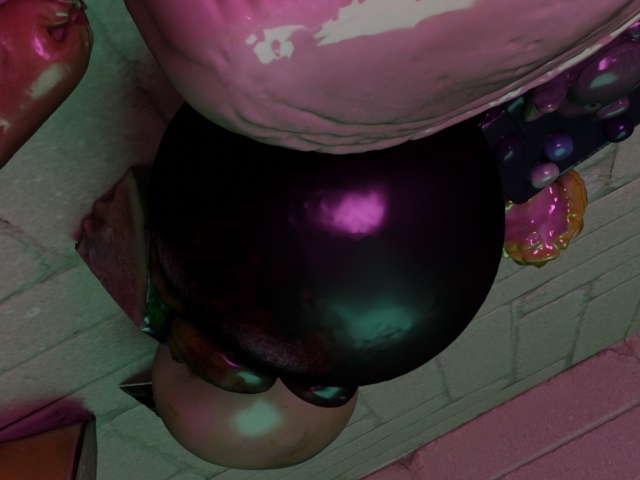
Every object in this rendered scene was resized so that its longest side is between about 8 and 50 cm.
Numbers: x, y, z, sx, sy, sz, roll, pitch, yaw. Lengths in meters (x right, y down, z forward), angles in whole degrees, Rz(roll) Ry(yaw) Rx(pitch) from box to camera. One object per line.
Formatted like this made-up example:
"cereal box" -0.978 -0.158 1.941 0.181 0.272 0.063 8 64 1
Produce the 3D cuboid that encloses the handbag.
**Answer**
"handbag" 0.290 -0.173 1.160 0.326 0.118 0.269 -35 158 14

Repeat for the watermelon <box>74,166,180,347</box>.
"watermelon" -0.141 0.041 1.079 0.128 0.146 0.231 -29 157 3

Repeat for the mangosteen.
"mangosteen" 0.008 0.000 0.913 0.297 0.297 0.313 -15 112 -31

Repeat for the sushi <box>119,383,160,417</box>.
"sushi" -0.161 0.248 1.493 0.139 0.201 0.031 4 109 -54

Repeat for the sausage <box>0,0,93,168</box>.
"sausage" -0.308 -0.029 0.805 0.433 0.087 0.088 -39 156 28

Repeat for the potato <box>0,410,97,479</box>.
"potato" -0.446 0.361 1.439 0.296 0.289 0.397 5 -167 -8

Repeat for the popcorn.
"popcorn" 0.272 -0.039 1.418 0.126 0.145 0.126 2 165 22

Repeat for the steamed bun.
"steamed bun" 0.082 -0.198 0.627 0.384 0.247 0.236 -34 152 6

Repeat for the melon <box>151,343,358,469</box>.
"melon" -0.074 0.166 1.359 0.223 0.223 0.317 -34 158 16
